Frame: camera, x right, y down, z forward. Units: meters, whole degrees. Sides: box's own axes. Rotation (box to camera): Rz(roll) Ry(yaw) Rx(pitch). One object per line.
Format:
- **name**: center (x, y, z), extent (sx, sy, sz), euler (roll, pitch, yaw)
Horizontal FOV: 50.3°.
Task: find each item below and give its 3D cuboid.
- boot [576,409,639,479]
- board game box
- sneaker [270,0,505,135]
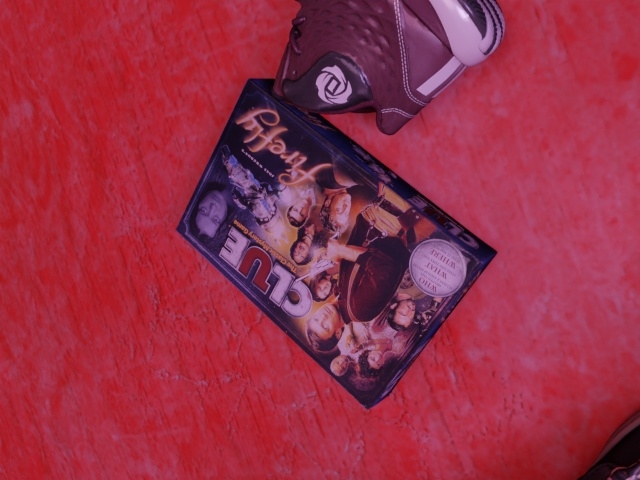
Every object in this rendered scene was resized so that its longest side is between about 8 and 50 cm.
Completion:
- **boot**: center (0.157, 0.241, 0.384), extent (0.138, 0.284, 0.377), euler (49, 119, 13)
- **board game box**: center (0.000, 0.000, 0.573), extent (0.243, 0.042, 0.165), euler (40, 118, 18)
- **sneaker**: center (-0.013, -0.192, 0.508), extent (0.281, 0.106, 0.162), euler (50, 123, 12)
